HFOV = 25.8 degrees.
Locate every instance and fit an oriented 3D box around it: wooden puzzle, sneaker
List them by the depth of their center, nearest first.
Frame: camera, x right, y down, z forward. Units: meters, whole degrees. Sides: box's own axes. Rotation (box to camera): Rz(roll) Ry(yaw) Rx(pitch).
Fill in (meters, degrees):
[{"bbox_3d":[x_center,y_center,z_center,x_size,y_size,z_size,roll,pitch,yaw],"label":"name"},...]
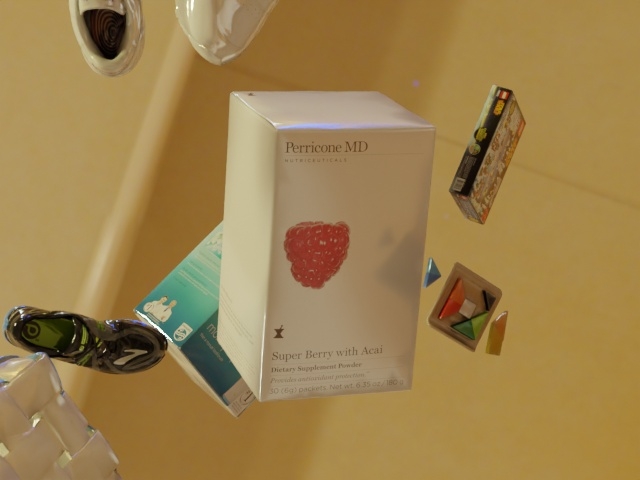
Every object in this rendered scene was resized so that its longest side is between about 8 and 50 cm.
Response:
[{"bbox_3d":[-0.043,-0.247,1.136,0.090,0.095,0.235,44,-124,-46],"label":"sneaker"},{"bbox_3d":[0.147,0.067,1.400,0.014,0.116,0.078,5,73,61],"label":"wooden puzzle"},{"bbox_3d":[-0.265,0.116,1.579,0.078,0.188,0.067,-164,86,-73],"label":"sneaker"},{"bbox_3d":[-0.273,-0.360,1.804,0.152,0.114,0.305,-114,17,-77],"label":"sneaker"}]

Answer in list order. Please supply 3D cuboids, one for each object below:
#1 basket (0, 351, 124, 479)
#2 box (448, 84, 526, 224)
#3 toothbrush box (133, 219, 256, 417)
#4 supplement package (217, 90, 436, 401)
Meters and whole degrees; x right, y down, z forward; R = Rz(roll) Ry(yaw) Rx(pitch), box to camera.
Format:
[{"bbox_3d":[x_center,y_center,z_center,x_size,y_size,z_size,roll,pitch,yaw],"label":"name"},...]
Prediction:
[{"bbox_3d":[-0.275,0.198,0.838,0.289,0.201,0.255,-17,16,34],"label":"basket"},{"bbox_3d":[0.193,-0.097,1.600,0.137,0.027,0.094,-67,-23,-11],"label":"box"},{"bbox_3d":[-0.101,0.084,2.103,0.295,0.126,0.216,-46,-40,-13],"label":"toothbrush box"},{"bbox_3d":[0.000,0.000,1.487,0.175,0.177,0.293,-135,46,-64],"label":"supplement package"}]
